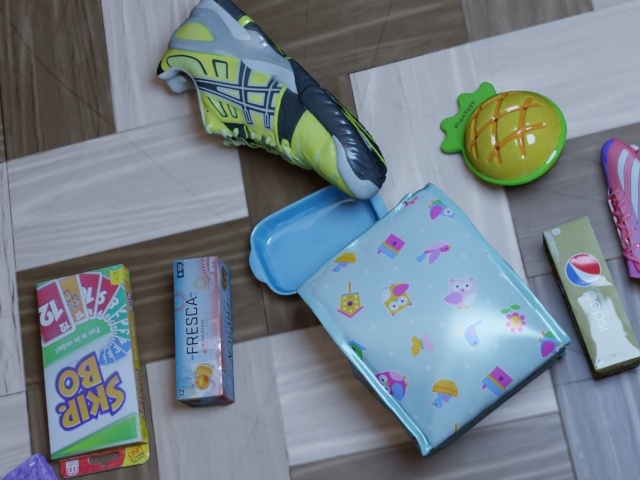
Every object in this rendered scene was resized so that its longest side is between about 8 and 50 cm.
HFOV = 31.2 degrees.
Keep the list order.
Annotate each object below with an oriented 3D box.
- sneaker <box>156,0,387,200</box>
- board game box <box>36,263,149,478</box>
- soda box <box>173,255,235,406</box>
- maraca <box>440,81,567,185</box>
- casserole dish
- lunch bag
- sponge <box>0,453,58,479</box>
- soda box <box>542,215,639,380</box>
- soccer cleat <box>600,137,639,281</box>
[{"bbox_3d":[-0.063,-0.163,1.488,0.147,0.145,0.385,-47,59,4],"label":"sneaker"},{"bbox_3d":[-0.295,0.168,1.481,0.124,0.039,0.259,-13,73,9],"label":"board game box"},{"bbox_3d":[-0.147,0.116,1.449,0.063,0.058,0.183,-7,71,11],"label":"soda box"},{"bbox_3d":[0.226,-0.134,1.427,0.185,0.099,0.127,32,85,44],"label":"maraca"},{"bbox_3d":[0.000,0.000,1.464,0.188,0.037,0.114,-27,69,4],"label":"casserole dish"},{"bbox_3d":[0.126,0.089,1.345,0.223,0.160,0.262,-39,75,0],"label":"lunch bag"},{"bbox_3d":[-0.345,0.383,1.424,0.117,0.031,0.210,-38,69,0],"label":"sponge"},{"bbox_3d":[0.320,0.068,1.357,0.058,0.061,0.181,-20,70,5],"label":"soda box"},{"bbox_3d":[0.386,-0.009,1.360,0.095,0.083,0.248,-30,72,7],"label":"soccer cleat"}]
